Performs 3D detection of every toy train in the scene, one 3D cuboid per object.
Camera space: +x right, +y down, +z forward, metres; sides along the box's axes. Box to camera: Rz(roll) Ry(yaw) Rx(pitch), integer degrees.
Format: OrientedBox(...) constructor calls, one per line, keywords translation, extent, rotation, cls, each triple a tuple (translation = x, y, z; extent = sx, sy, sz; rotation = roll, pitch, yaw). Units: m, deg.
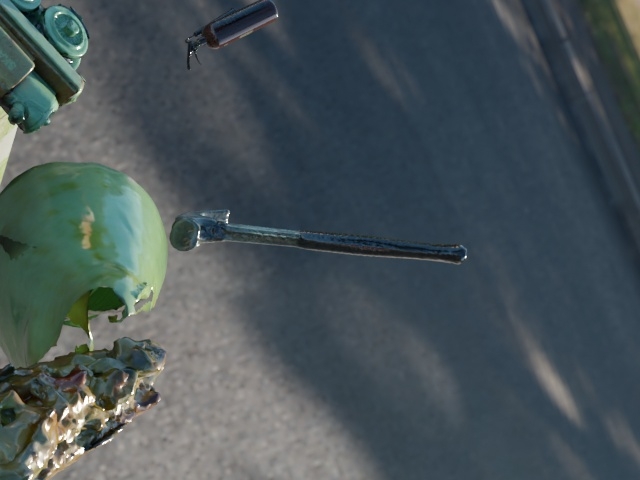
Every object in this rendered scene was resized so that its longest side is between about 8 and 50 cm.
OrientedBox(translation=(-0.235, -0.147, 1.055), extent=(0.176, 0.074, 0.118), rotation=(50, 33, -22), cls="toy train")

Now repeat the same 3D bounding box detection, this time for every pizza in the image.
OrientedBox(translation=(-0.172, 0.106, 0.827), extent=(0.069, 0.147, 0.226), rotation=(61, 22, -1), cls="pizza")

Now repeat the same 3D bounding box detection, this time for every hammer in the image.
OrientedBox(translation=(0.000, 0.000, 1.302), extent=(0.103, 0.246, 0.029), rotation=(-82, 177, -83), cls="hammer")

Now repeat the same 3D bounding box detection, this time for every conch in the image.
OrientedBox(translation=(-0.170, 0.042, 1.070), extent=(0.137, 0.143, 0.250), rotation=(56, 9, -33), cls="conch")

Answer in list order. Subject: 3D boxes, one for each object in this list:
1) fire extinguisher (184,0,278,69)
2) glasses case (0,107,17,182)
OrientedBox(translation=(-0.091, -0.196, 1.414), extent=(0.046, 0.100, 0.032), rotation=(43, -30, 34), cls="fire extinguisher")
OrientedBox(translation=(-0.310, -0.064, 1.299), extent=(0.062, 0.272, 0.095), rotation=(31, 44, 2), cls="glasses case")
